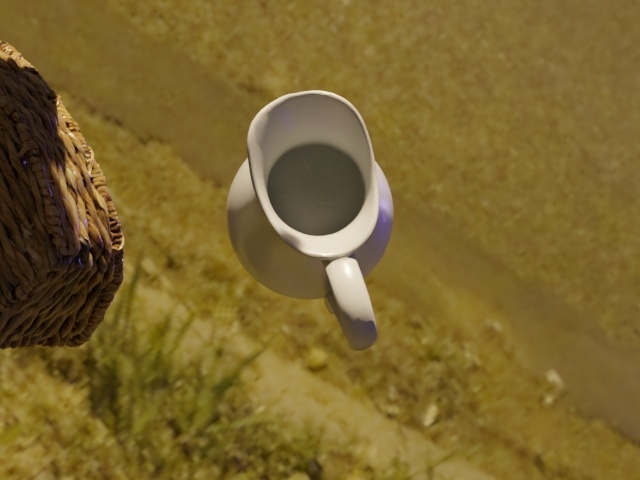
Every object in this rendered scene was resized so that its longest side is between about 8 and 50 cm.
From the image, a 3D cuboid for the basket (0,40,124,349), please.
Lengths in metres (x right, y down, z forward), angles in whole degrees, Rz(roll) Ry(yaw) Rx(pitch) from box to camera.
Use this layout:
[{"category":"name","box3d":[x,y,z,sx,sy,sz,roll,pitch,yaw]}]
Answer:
[{"category":"basket","box3d":[-0.311,-0.058,1.486,0.299,0.213,0.223,56,20,17]}]

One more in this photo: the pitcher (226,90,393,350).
[{"category":"pitcher","box3d":[0.000,0.000,1.060,0.207,0.125,0.177,110,-33,-80]}]
